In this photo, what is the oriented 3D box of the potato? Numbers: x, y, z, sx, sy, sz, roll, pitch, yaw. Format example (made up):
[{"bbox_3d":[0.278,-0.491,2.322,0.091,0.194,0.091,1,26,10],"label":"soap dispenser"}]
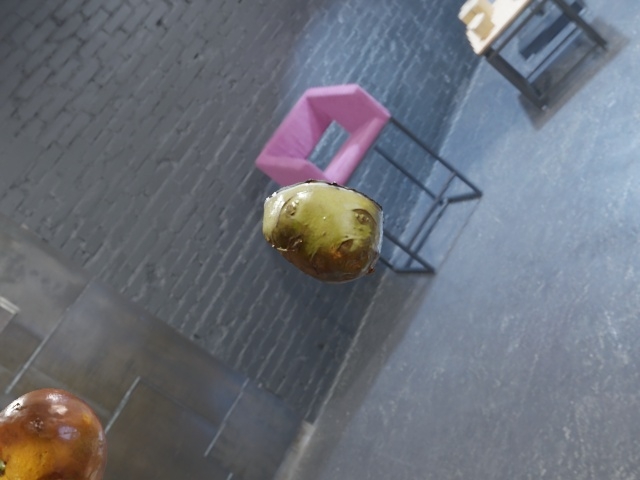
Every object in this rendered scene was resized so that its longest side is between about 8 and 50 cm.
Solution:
[{"bbox_3d":[0.000,0.000,1.672,0.247,0.299,0.196,92,-175,-56],"label":"potato"}]

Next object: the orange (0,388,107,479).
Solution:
[{"bbox_3d":[-0.590,0.465,1.512,0.283,0.226,0.284,-6,79,35],"label":"orange"}]
